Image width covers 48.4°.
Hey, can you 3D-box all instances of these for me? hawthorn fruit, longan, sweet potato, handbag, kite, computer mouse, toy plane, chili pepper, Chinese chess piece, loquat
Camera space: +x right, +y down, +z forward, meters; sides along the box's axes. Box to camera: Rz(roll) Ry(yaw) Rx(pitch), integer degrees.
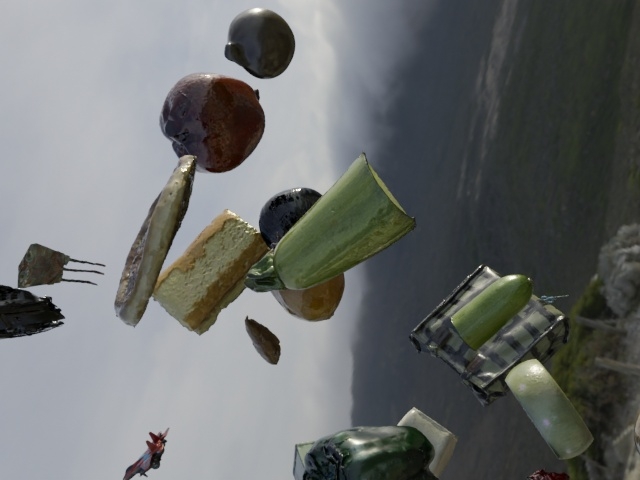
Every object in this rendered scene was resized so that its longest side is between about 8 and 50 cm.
[{"bbox_3d":[-0.298,-0.326,1.999,0.311,0.295,0.295,0,-70,-52],"label":"hawthorn fruit"},{"bbox_3d":[-0.160,-0.501,1.824,0.204,0.184,0.159,-26,-3,-36],"label":"longan"},{"bbox_3d":[-0.139,0.241,1.732,0.206,0.068,0.060,58,-154,-44],"label":"sweet potato"},{"bbox_3d":[0.473,0.263,2.005,0.327,0.325,0.162,-36,-46,-17],"label":"handbag"},{"bbox_3d":[-0.671,0.080,1.846,0.229,0.016,0.127,16,-72,-45],"label":"kite"},{"bbox_3d":[-0.538,0.119,1.144,0.146,0.242,0.077,135,141,-60],"label":"computer mouse"},{"bbox_3d":[-0.427,0.541,1.738,0.189,0.061,0.130,-56,14,23],"label":"toy plane"},{"bbox_3d":[0.103,0.481,1.409,0.248,0.257,0.233,-22,77,64],"label":"chili pepper"},{"bbox_3d":[0.509,0.378,1.593,0.092,0.237,0.238,-36,-5,5],"label":"Chinese chess piece"},{"bbox_3d":[-0.038,0.079,1.632,0.176,0.234,0.187,-33,5,-32],"label":"loquat"}]

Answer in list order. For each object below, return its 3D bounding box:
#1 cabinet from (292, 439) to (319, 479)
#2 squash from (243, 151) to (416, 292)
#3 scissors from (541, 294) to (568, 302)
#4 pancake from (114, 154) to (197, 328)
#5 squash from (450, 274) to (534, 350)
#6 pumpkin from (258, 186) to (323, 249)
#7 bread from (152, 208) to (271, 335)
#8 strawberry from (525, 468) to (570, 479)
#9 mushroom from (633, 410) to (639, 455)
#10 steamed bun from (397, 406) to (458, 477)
[{"bbox_3d":[0.014,0.746,2.211,0.206,0.150,0.145,-118,28,-53],"label":"cabinet"},{"bbox_3d":[0.012,0.006,1.059,0.287,0.137,0.137,-42,8,26],"label":"squash"},{"bbox_3d":[0.620,0.152,1.874,0.083,0.036,0.006,-22,44,57],"label":"scissors"},{"bbox_3d":[-0.308,-0.011,1.341,0.356,0.065,0.356,-55,18,28],"label":"pancake"},{"bbox_3d":[0.371,0.141,1.502,0.188,0.095,0.095,-42,1,15],"label":"squash"},{"bbox_3d":[-0.070,-0.053,2.100,0.163,0.233,0.233,-118,28,-42],"label":"pumpkin"},{"bbox_3d":[-0.348,0.094,2.242,0.375,0.237,0.165,-50,-30,-15],"label":"bread"},{"bbox_3d":[0.496,0.609,1.544,0.201,0.184,0.186,55,-159,-44],"label":"strawberry"},{"bbox_3d":[0.428,0.218,0.768,0.166,0.166,0.127,82,-179,-74],"label":"mushroom"},{"bbox_3d":[0.255,0.534,1.812,0.164,0.146,0.241,-56,-21,-10],"label":"steamed bun"}]
